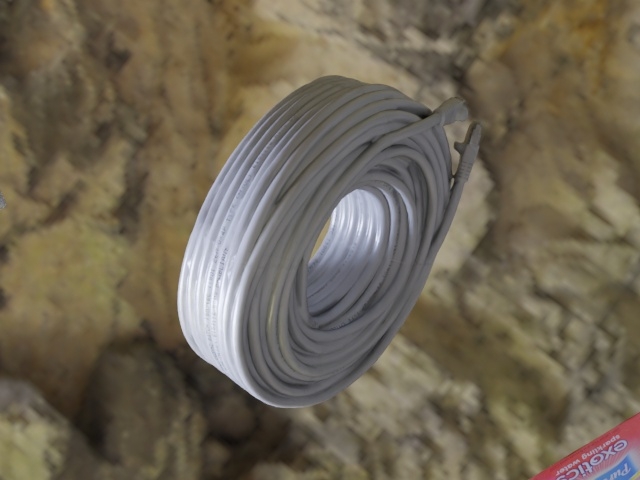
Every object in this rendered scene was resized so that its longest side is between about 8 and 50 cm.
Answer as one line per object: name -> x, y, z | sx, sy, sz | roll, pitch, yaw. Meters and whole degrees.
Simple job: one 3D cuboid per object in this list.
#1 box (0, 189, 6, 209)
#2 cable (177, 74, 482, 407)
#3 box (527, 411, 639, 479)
box -> -0.363, -0.090, 1.471 | 0.091, 0.130, 0.170 | -34, -46, 6
cable -> 0.000, 0.000, 1.306 | 0.257, 0.089, 0.257 | -6, -61, -54
box -> 0.344, 0.288, 1.795 | 0.300, 0.142, 0.154 | -33, 25, 6
